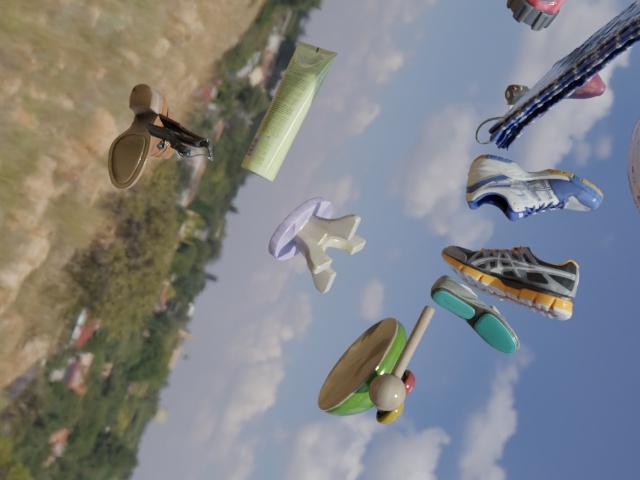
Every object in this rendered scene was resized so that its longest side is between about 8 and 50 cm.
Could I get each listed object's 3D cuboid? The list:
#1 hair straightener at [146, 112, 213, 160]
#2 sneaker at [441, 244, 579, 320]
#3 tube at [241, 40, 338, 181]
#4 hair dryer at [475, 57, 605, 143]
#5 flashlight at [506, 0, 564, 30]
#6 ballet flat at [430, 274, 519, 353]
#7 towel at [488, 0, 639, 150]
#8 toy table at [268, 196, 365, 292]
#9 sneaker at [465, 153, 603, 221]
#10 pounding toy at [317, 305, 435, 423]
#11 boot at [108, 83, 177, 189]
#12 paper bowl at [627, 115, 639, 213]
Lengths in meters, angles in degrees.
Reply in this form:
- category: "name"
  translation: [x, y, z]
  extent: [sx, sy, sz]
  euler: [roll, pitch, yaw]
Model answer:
- category: "hair straightener"
  translation: [-0.331, -0.223, 2.126]
  extent: [0.089, 0.230, 0.047]
  euler: [-42, 142, -22]
- category: "sneaker"
  translation: [0.277, 0.044, 1.341]
  extent: [0.083, 0.214, 0.084]
  euler: [-64, 150, -8]
- category: "tube"
  translation: [-0.054, -0.217, 1.548]
  extent: [0.062, 0.070, 0.240]
  euler: [-152, -93, -87]
- category: "hair dryer"
  translation: [0.469, -0.302, 1.911]
  extent: [0.223, 0.293, 0.080]
  euler: [119, -46, -69]
- category: "flashlight"
  translation: [0.479, -0.552, 1.780]
  extent: [0.304, 0.103, 0.103]
  euler: [-59, -174, 43]
- category: "ballet flat"
  translation: [0.320, 0.143, 1.861]
  extent: [0.072, 0.213, 0.068]
  euler: [-54, 180, 43]
- category: "towel"
  translation: [0.372, -0.250, 1.178]
  extent: [0.243, 0.040, 0.336]
  euler: [-44, -177, -33]
- category: "toy table"
  translation: [0.000, 0.000, 2.482]
  extent: [0.274, 0.161, 0.252]
  euler: [-37, 154, -44]
- category: "sneaker"
  translation: [0.465, -0.090, 2.032]
  extent: [0.112, 0.296, 0.131]
  euler: [68, 38, -64]
- category: "pounding toy"
  translation: [0.106, 0.216, 1.413]
  extent: [0.183, 0.110, 0.237]
  euler: [-54, -169, -28]
- category: "boot"
  translation: [-0.453, -0.245, 2.394]
  extent: [0.220, 0.109, 0.284]
  euler: [53, 41, -74]
- category: "paper bowl"
  translation: [0.562, -0.104, 1.256]
  extent: [0.148, 0.284, 0.284]
  euler: [148, -37, -86]
